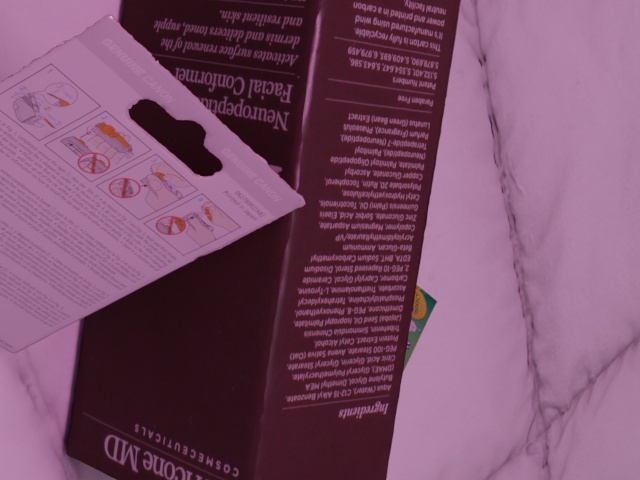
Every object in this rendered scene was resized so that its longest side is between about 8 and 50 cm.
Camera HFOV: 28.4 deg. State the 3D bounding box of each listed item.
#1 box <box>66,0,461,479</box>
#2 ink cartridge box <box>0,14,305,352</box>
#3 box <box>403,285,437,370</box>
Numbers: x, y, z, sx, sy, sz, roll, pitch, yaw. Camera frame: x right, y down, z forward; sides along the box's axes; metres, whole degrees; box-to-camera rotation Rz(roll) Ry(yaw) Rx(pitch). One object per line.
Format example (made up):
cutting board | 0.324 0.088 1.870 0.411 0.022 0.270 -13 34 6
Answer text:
box | -0.042 -0.018 0.834 0.143 0.191 0.381 -1 101 -47
ink cartridge box | -0.150 -0.033 0.706 0.181 0.224 0.056 42 27 -44
box | 0.031 0.097 0.971 0.105 0.043 0.179 -50 -176 32
